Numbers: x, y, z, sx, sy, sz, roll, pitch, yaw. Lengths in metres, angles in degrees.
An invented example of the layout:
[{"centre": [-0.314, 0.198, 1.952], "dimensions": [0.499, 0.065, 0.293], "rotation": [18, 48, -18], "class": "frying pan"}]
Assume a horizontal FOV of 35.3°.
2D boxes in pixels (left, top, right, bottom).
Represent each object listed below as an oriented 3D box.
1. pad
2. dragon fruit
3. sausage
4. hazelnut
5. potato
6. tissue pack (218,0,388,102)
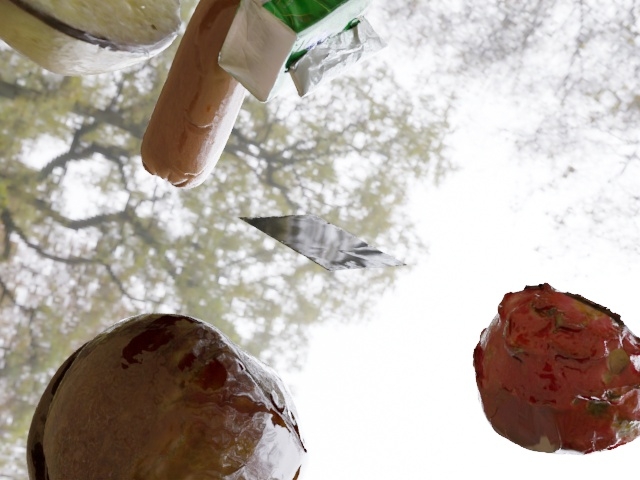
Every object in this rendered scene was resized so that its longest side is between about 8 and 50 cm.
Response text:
[{"centre": [0.000, 0.000, 1.244], "dimensions": [0.190, 0.127, 0.004], "rotation": [30, -66, 45], "class": "pad"}, {"centre": [0.291, 0.167, 1.223], "dimensions": [0.261, 0.163, 0.189], "rotation": [13, -111, 32], "class": "dragon fruit"}, {"centre": [-0.175, -0.226, 1.518], "dimensions": [0.121, 0.121, 0.304], "rotation": [19, -93, 51], "class": "sausage"}, {"centre": [-0.113, 0.175, 0.776], "dimensions": [0.218, 0.234, 0.218], "rotation": [-8, -128, 11], "class": "hazelnut"}, {"centre": [-0.246, -0.234, 0.838], "dimensions": [0.116, 0.239, 0.299], "rotation": [-43, -128, 26], "class": "potato"}, {"centre": [-0.011, -0.295, 1.427], "dimensions": [0.156, 0.209, 0.148], "rotation": [42, -39, 9], "class": "tissue pack"}]
